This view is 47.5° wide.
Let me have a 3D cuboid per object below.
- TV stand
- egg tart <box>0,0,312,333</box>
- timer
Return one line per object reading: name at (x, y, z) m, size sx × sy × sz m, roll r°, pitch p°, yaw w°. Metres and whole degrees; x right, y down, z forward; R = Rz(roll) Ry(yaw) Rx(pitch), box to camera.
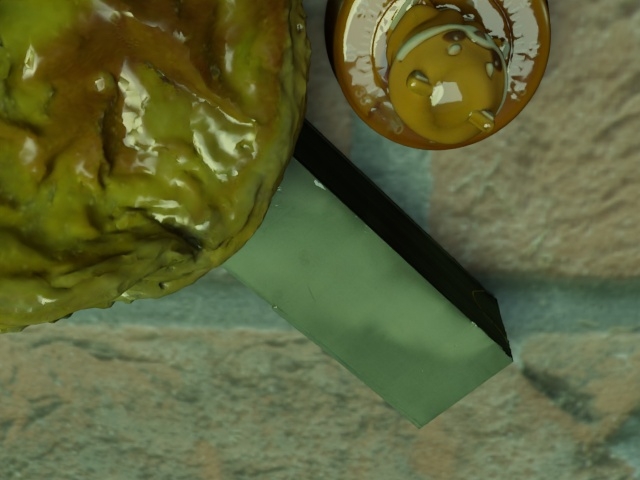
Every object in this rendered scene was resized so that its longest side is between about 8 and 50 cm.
TV stand at (0.000, 0.000, 0.469) m, size 0.269 × 0.083 × 0.088 m, roll 42°, pitch 112°, yaw -16°
egg tart at (-0.113, -0.074, 0.314) m, size 0.241 × 0.106 × 0.241 m, roll -15°, pitch 116°, yaw -35°
timer at (0.063, -0.092, 0.371) m, size 0.132 × 0.152 × 0.132 m, roll 2°, pitch 118°, yaw 4°
